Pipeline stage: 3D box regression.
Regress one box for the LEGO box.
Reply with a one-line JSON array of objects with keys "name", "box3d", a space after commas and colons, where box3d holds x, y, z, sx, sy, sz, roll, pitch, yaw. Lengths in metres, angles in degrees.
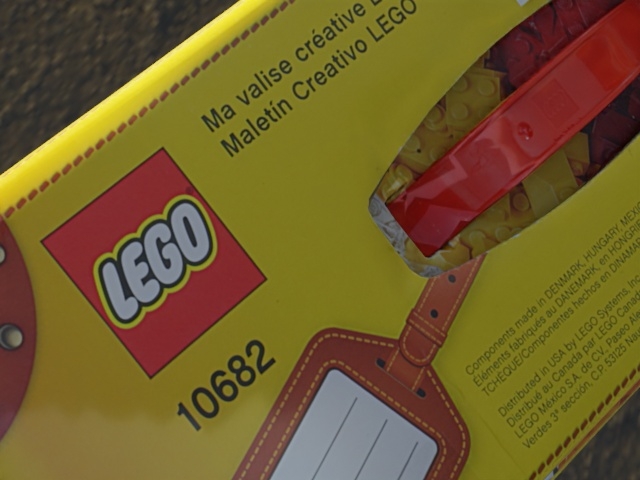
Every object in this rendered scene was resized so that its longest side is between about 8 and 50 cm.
[{"name": "LEGO box", "box3d": [0.000, 0.000, 0.828, 0.193, 0.500, 0.372, 52, 149, -5]}]
